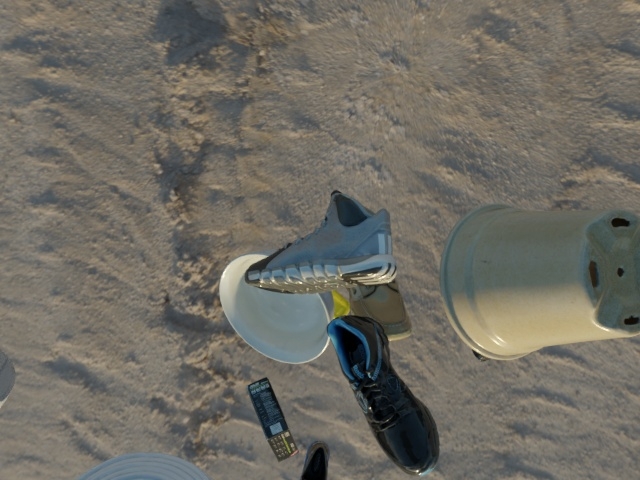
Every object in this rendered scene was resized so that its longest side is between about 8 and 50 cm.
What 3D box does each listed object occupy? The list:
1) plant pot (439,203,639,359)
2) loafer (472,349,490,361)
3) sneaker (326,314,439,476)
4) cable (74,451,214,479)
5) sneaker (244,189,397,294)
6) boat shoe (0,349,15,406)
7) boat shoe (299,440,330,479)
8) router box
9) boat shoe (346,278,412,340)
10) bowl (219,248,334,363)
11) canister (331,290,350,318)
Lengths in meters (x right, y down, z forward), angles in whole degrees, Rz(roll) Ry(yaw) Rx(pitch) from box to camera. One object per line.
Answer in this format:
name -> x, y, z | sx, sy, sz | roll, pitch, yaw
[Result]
plant pot -> 0.454, 0.071, 1.161 | 0.333, 0.305, 0.334 | 3, 83, -26
loafer -> 0.428, 0.241, 1.474 | 0.062, 0.170, 0.061 | 55, 134, 10
sneaker -> 0.107, 0.298, 1.181 | 0.125, 0.139, 0.341 | -38, 60, 16
cable -> -0.227, 0.383, 0.744 | 0.257, 0.257, 0.089 | -14, 127, -3
sneaker -> 0.000, 0.000, 0.830 | 0.228, 0.086, 0.132 | -7, 70, 29
boat shoe -> -0.440, 0.205, 0.643 | 0.121, 0.335, 0.119 | 38, 96, -13
boat shoe -> -0.020, 0.510, 1.252 | 0.066, 0.066, 0.183 | 6, 73, 1
router box -> -0.074, 0.281, 0.946 | 0.038, 0.092, 0.122 | -23, 146, -10
boat shoe -> 0.121, 0.106, 1.427 | 0.121, 0.341, 0.110 | -8, 120, -14
bowl -> -0.082, 0.132, 1.433 | 0.297, 0.134, 0.298 | 14, 123, 22
canister -> -0.005, 0.160, 1.701 | 0.126, 0.170, 0.073 | 42, 77, -25
